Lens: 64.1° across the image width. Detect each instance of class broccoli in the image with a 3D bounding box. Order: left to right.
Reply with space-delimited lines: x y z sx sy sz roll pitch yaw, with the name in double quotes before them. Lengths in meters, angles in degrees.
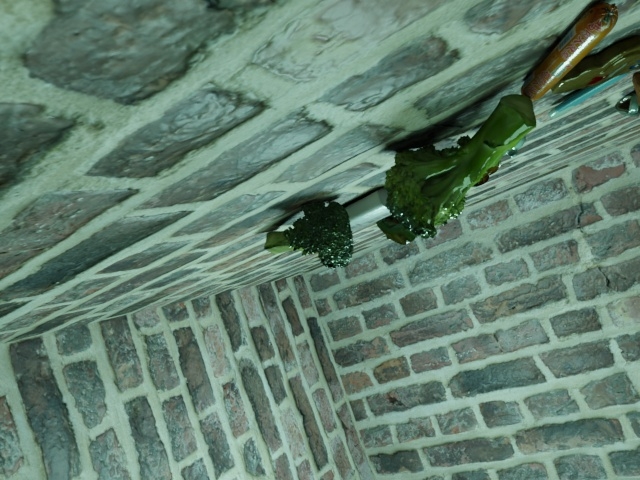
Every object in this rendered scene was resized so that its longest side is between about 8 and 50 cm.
"broccoli" -0.039 -0.005 1.701 0.252 0.221 0.361 -10 180 -21
"broccoli" 0.314 -0.163 1.227 0.353 0.275 0.397 -62 -170 -6

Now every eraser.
"eraser" 0.164 -0.103 1.846 0.270 0.094 0.174 -27 167 40

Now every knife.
"knife" 0.711 -0.395 1.369 0.064 0.031 0.222 -8 164 -40

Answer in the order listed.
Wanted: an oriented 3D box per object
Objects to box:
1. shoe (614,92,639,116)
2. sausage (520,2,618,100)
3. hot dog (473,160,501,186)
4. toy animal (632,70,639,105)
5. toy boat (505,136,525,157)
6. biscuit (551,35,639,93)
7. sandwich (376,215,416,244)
"shoe" 1.012 -0.449 1.674 0.078 0.079 0.195 16 -160 27
"sausage" 0.461 -0.345 0.976 0.053 0.053 0.348 -19 173 -2
"hot dog" 0.555 -0.244 1.879 0.270 0.081 0.163 -13 169 -38
"toy animal" 0.960 -0.414 1.238 0.338 0.191 0.216 -25 175 32
"toy boat" 0.549 -0.291 1.538 0.134 0.078 0.208 -27 168 31
"biscuit" 0.683 -0.406 1.172 0.320 0.047 0.183 -18 176 -23
"sandwich" 0.361 -0.125 1.989 0.301 0.162 0.250 -33 -159 3
